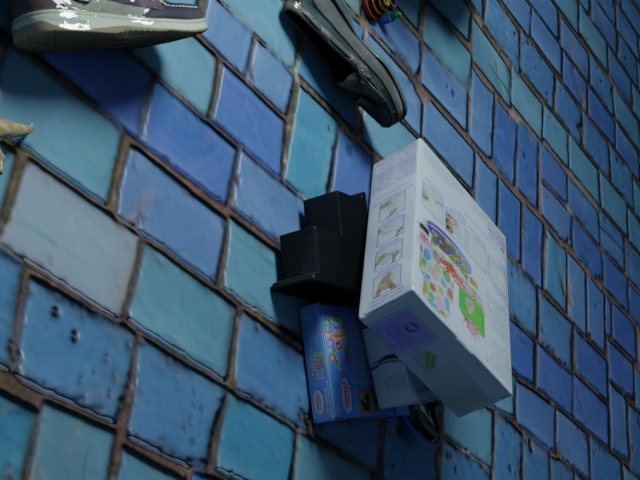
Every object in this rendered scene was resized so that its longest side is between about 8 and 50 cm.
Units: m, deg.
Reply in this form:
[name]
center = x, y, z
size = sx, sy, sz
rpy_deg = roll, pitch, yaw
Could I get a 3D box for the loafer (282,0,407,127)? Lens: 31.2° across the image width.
[loafer]
center = 0.031, -0.272, 1.744
size = 0.084, 0.096, 0.267
rpy_deg = -48, 113, -31

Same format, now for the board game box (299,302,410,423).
[board game box]
center = 0.051, 0.174, 1.622
size = 0.211, 0.039, 0.160
rpy_deg = 11, 68, -57

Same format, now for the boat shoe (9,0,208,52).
[boat shoe]
center = -0.234, -0.265, 1.294
size = 0.285, 0.103, 0.092
rpy_deg = -15, 96, -53

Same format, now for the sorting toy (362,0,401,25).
[sorting toy]
center = 0.111, -0.400, 1.946
size = 0.102, 0.042, 0.061
rpy_deg = -33, 106, -57

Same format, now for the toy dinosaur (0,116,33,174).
[toy dinosaur]
center = -0.331, -0.104, 1.119
size = 0.183, 0.053, 0.093
rpy_deg = 10, 68, -56

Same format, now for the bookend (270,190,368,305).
[bookend]
center = 0.000, 0.000, 1.580
size = 0.157, 0.072, 0.156
rpy_deg = 16, 63, -54

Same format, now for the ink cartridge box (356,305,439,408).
[ink cartridge box]
center = 0.117, 0.160, 1.631
size = 0.109, 0.063, 0.150
rpy_deg = 5, 71, -59

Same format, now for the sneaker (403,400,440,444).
[sneaker]
center = 0.163, 0.215, 1.744
size = 0.067, 0.078, 0.188
rpy_deg = 27, 56, -50

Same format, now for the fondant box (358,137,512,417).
[fondant box]
center = 0.168, 0.047, 1.626
size = 0.238, 0.096, 0.330
rpy_deg = 46, 31, -28
